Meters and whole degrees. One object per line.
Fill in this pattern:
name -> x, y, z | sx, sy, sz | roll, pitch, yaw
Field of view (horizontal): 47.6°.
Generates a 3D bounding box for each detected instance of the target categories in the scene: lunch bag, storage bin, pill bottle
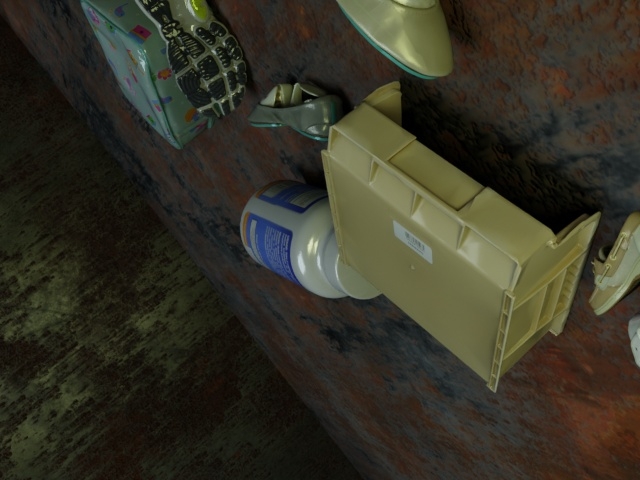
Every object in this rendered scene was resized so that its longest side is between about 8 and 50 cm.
lunch bag -> -0.297, -0.314, 1.267 | 0.224, 0.108, 0.279 | 45, 161, 27
storage bin -> 0.140, -0.005, 0.795 | 0.262, 0.123, 0.260 | 41, 159, 29
pill bottle -> 0.000, 0.000, 1.097 | 0.272, 0.152, 0.152 | 23, 148, 56

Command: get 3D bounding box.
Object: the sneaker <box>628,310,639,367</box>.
sneaker -> 0.306, 0.078, 0.615 | 0.115, 0.090, 0.232 | 33, 155, 52

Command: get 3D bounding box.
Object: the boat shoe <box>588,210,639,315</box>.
boat shoe -> 0.271, 0.020, 0.651 | 0.045, 0.050, 0.135 | 47, 152, 23

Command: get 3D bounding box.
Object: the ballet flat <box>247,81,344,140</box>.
ballet flat -> -0.035, -0.182, 0.986 | 0.213, 0.072, 0.068 | 24, 121, 54

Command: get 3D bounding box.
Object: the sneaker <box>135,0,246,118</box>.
sneaker -> -0.193, -0.314, 1.076 | 0.275, 0.107, 0.110 | 66, 177, -27

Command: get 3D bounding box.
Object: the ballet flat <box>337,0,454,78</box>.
ballet flat -> 0.038, -0.249, 0.639 | 0.248, 0.086, 0.086 | 47, 162, 13
